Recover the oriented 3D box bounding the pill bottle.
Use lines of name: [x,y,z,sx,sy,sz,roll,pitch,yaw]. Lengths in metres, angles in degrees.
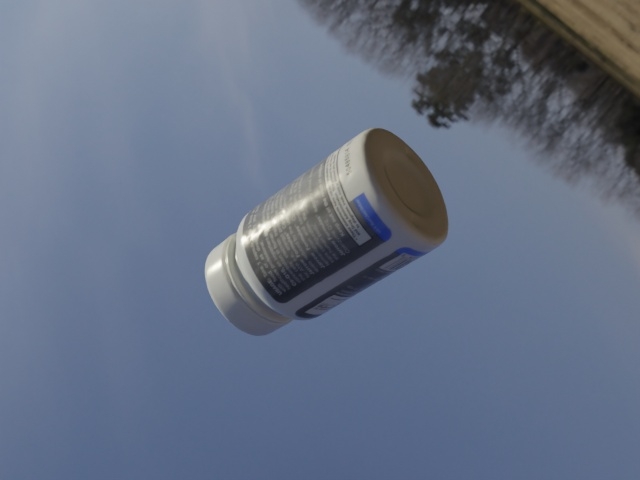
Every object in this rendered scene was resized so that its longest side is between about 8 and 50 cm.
pill bottle: [0.000,0.000,0.497,0.078,0.137,0.078,36,-143,-33]
